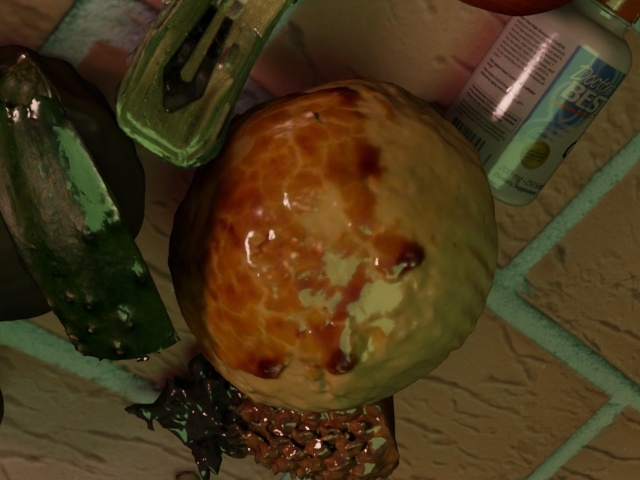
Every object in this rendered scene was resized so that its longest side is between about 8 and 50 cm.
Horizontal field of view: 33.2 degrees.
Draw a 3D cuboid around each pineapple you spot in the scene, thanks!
[{"bbox_3d":[-0.075,0.230,1.453,0.357,0.223,0.223,-6,127,4],"label":"pineapple"}]

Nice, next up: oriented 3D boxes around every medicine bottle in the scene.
[{"bbox_3d":[0.273,-0.196,1.314,0.157,0.157,0.289,21,113,-33],"label":"medicine bottle"}]

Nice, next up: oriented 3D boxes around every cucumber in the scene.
[{"bbox_3d":[-0.248,-0.015,1.041,0.105,0.145,0.325,-28,128,-17],"label":"cucumber"}]

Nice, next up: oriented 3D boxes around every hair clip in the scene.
[{"bbox_3d":[-0.110,-0.233,1.140,0.138,0.091,0.321,33,81,-21],"label":"hair clip"}]

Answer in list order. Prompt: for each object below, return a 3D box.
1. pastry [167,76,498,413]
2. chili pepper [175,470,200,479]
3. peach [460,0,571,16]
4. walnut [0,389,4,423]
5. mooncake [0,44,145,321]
[{"bbox_3d":[0.000,0.000,1.194,0.312,0.388,0.388,34,106,-36],"label":"pastry"},{"bbox_3d":[-0.236,0.428,1.605,0.052,0.050,0.202,34,105,4],"label":"chili pepper"},{"bbox_3d":[0.208,-0.371,1.121,0.281,0.238,0.281,4,83,-40],"label":"peach"},{"bbox_3d":[-0.458,0.194,1.294,0.140,0.140,0.162,-36,139,4],"label":"walnut"},{"bbox_3d":[-0.338,-0.061,1.149,0.290,0.161,0.290,-13,128,-17],"label":"mooncake"}]
